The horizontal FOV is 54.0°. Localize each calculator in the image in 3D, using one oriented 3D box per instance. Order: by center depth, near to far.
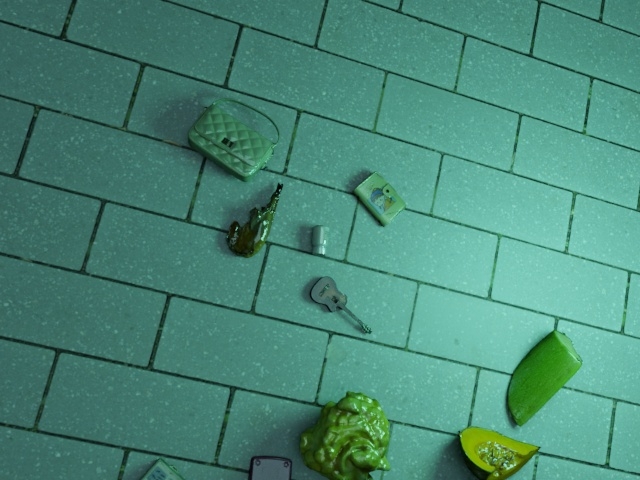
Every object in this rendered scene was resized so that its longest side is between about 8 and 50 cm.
[{"bbox_3d":[-0.149,0.720,1.803,0.126,0.034,0.190,7,79,-10],"label":"calculator"}]

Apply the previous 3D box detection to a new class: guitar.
[{"bbox_3d":[0.070,0.207,1.934,0.233,0.025,0.088,42,75,-5],"label":"guitar"}]

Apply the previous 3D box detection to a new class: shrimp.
[{"bbox_3d":[-0.196,-0.074,1.899,0.117,0.066,0.262,22,76,-8],"label":"shrimp"}]

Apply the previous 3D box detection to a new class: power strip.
[{"bbox_3d":[-0.523,0.764,1.707,0.106,0.043,0.367,43,75,-3],"label":"power strip"}]

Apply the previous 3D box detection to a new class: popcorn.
[{"bbox_3d":[0.088,0.563,1.782,0.242,0.235,0.250,29,95,-31],"label":"popcorn"}]

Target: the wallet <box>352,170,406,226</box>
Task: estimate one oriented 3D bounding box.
[{"bbox_3d":[0.191,-0.135,2.007,0.110,0.039,0.155,-42,93,-14],"label":"wallet"}]

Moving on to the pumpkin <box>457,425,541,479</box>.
[{"bbox_3d":[0.520,0.652,1.939,0.278,0.163,0.111,-6,127,-36],"label":"pumpkin"}]

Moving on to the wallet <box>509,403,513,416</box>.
[{"bbox_3d":[0.644,0.543,2.017,0.083,0.011,0.044,0,82,-13],"label":"wallet"}]

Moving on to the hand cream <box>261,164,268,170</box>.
[{"bbox_3d":[-0.204,-0.256,1.949,0.102,0.022,0.035,42,76,2],"label":"hand cream"}]

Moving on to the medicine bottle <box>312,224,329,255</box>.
[{"bbox_3d":[0.000,0.000,1.936,0.052,0.052,0.089,7,80,-12],"label":"medicine bottle"}]

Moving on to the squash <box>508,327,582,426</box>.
[{"bbox_3d":[0.693,0.427,2.031,0.111,0.203,0.289,37,108,-3],"label":"squash"}]

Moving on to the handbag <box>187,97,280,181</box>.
[{"bbox_3d":[-0.255,-0.322,1.908,0.256,0.079,0.219,33,75,0],"label":"handbag"}]
